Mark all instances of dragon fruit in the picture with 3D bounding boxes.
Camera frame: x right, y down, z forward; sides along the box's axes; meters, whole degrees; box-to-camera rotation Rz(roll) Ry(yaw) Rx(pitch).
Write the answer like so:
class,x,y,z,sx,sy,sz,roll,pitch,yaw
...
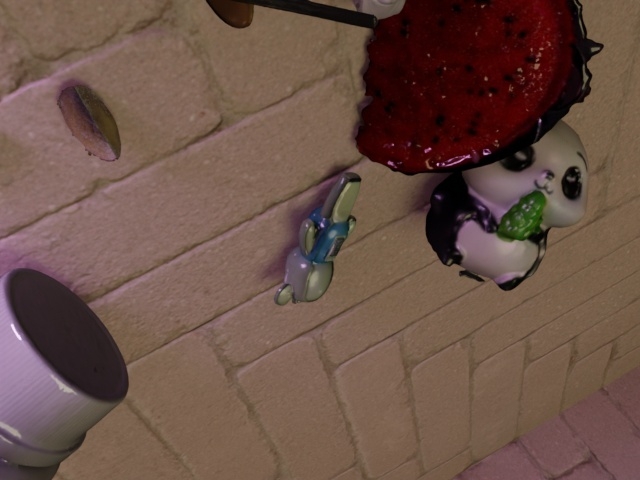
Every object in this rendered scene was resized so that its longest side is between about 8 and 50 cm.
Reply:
class,x,y,z,sx,sy,sz,roll,pitch,yaw
dragon fruit,0.194,-0.224,0.877,0.100,0.282,0.343,-58,164,-47

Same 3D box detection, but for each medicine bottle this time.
class,x,y,z,sx,sy,sz,roll,pitch,yaw
medicine bottle,-0.407,0.202,0.819,0.306,0.245,0.245,-39,142,4

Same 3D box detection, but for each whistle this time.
class,x,y,z,sx,sy,sz,roll,pitch,yaw
whistle,0.000,0.000,1.048,0.114,0.077,0.236,-7,129,-44

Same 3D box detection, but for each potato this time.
class,x,y,z,sx,sy,sz,roll,pitch,yaw
potato,-0.250,-0.131,0.758,0.037,0.036,0.093,-7,128,24

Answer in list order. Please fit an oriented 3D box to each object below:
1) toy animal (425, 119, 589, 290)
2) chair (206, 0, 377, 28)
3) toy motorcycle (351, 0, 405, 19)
class,x,y,z,sx,sy,sz,roll,pitch,yaw
toy animal,0.292,-0.067,1.077,0.212,0.212,0.267,-2,135,-35
chair,-0.082,-0.284,0.614,0.247,0.159,0.172,-16,135,-24
toy motorcycle,0.059,-0.306,0.700,0.074,0.151,0.229,-4,144,-5
